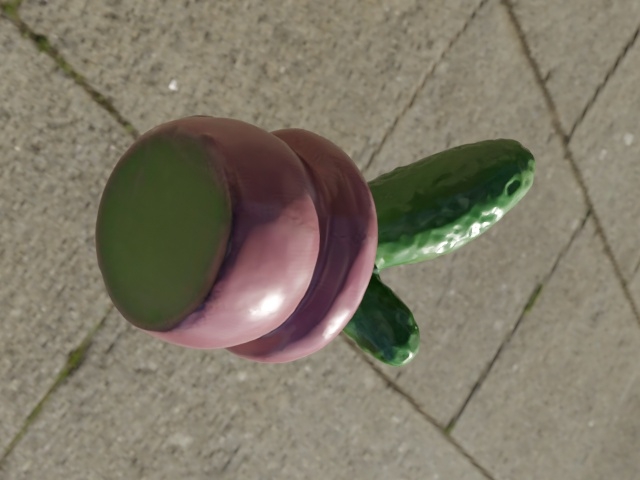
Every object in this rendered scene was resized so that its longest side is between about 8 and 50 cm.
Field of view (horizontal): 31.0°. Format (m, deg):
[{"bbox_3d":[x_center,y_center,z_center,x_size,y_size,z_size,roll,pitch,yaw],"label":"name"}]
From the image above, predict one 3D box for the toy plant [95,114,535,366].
[{"bbox_3d":[-0.005,-0.004,1.038,0.317,0.211,0.356,-38,145,30],"label":"toy plant"}]
